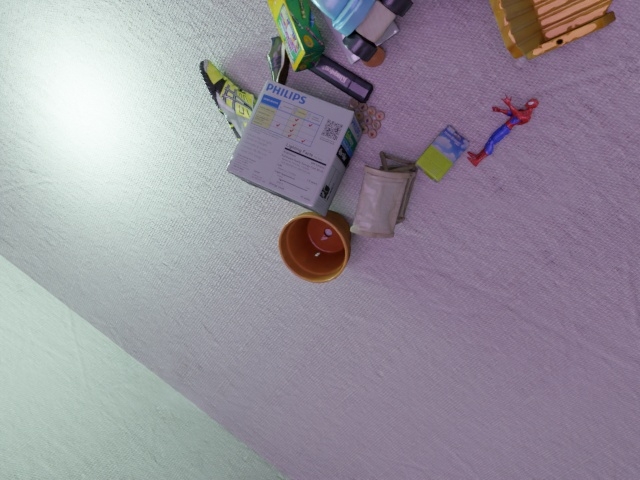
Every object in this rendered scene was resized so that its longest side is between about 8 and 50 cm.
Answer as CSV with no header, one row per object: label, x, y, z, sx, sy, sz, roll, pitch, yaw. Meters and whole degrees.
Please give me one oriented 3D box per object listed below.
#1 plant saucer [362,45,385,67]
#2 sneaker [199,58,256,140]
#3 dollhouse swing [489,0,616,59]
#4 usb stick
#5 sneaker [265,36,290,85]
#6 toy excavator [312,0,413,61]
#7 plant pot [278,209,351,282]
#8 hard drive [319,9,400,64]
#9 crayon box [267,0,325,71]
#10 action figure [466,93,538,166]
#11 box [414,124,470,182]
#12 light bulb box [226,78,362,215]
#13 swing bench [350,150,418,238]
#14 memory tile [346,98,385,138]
plant saucer,0.185,-0.643,1.735,0.084,0.013,0.083,-2,144,-2
sneaker,-0.342,-0.555,1.966,0.147,0.145,0.384,-33,96,-1
dollhouse swing,0.644,-0.718,1.378,0.315,0.305,0.346,-18,104,28
usb stick,0.066,-0.601,1.811,0.278,0.045,0.077,34,119,5
sneaker,-0.167,-0.673,1.867,0.086,0.064,0.192,24,119,19
toy excavator,0.033,-0.837,1.549,0.445,0.432,0.222,28,125,-25
plant pot,0.000,0.000,2.013,0.291,0.203,0.290,8,115,18
hard drive,0.112,-0.801,1.706,0.203,0.040,0.307,-27,100,29
crayon box,-0.087,-0.750,1.706,0.081,0.165,0.278,-22,93,-15
action figure,0.590,-0.393,1.664,0.139,0.091,0.280,42,121,-11
box,0.432,-0.307,1.759,0.109,0.042,0.178,40,87,0
light bulb box,-0.085,-0.329,1.803,0.358,0.225,0.360,25,90,13
swing bench,0.240,-0.163,1.814,0.165,0.254,0.253,18,118,13
memory tile,0.161,-0.458,1.855,0.148,0.012,0.113,29,120,8
